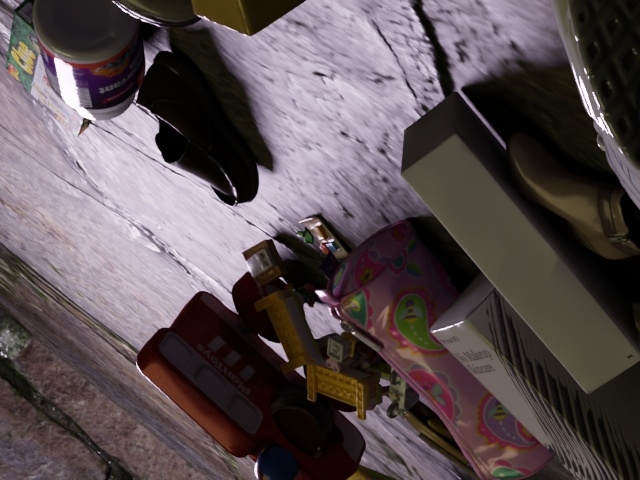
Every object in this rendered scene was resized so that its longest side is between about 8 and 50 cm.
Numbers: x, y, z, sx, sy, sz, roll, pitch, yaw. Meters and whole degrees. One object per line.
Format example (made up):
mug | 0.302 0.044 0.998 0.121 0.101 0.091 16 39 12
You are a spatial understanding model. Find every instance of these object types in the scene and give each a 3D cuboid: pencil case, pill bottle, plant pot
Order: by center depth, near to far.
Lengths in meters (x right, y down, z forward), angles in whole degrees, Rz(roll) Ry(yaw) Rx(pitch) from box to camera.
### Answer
plant pot | -0.060 -0.225 1.353 0.081 0.081 0.083 28 146 45
pencil case | 0.122 0.112 1.686 0.284 0.124 0.124 48 164 -17
pill bottle | -0.239 -0.199 1.798 0.108 0.108 0.193 41 165 11

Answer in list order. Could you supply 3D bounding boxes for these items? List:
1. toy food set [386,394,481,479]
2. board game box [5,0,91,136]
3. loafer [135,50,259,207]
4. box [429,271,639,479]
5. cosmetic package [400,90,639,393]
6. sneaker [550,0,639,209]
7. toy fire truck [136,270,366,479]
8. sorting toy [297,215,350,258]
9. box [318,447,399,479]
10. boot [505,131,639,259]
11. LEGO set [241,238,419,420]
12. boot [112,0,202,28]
toy food set | 0.145 0.219 2.024 0.132 0.038 0.192 36 -177 -19
board game box | -0.336 -0.213 2.155 0.136 0.030 0.259 47 164 -1
loafer | -0.141 -0.107 1.844 0.080 0.078 0.220 28 157 45
box | 0.234 0.139 1.519 0.275 0.094 0.113 44 164 -3
cosmetic package | 0.157 0.002 1.344 0.239 0.060 0.099 49 -163 -16
sneaker | 0.210 -0.066 1.044 0.297 0.111 0.129 54 167 -30
toy fire truck | -0.078 0.195 2.090 0.302 0.169 0.254 45 -156 -6
sorting toy | 0.000 0.000 1.893 0.062 0.012 0.083 46 164 -9
box | 0.136 0.426 2.190 0.279 0.177 0.290 27 176 -36
boot | 0.198 -0.034 1.279 0.118 0.042 0.087 51 157 -26
LEGO set | 0.023 0.110 2.031 0.287 0.107 0.132 40 130 31
boot | -0.172 -0.292 1.458 0.246 0.083 0.161 45 159 -9
